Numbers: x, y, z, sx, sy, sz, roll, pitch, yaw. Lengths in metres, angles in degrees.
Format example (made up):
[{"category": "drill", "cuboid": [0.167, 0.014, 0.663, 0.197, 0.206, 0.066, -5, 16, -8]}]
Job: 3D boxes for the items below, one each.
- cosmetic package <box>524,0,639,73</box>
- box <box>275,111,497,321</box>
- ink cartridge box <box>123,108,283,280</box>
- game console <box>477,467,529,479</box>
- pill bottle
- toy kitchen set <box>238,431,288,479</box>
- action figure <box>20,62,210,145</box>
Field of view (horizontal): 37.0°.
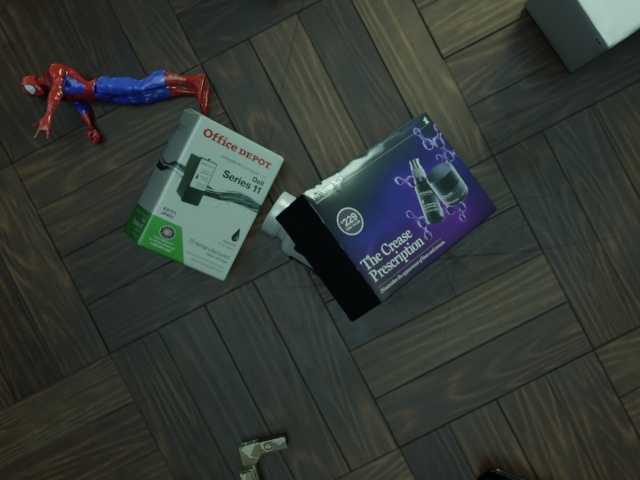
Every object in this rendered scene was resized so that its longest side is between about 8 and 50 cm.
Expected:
[{"category": "cosmetic package", "cuboid": [0.430, -0.365, 1.341, 0.225, 0.224, 0.138, -36, 90, 2]}, {"category": "box", "cuboid": [0.097, -0.038, 1.358, 0.261, 0.103, 0.184, -36, 87, -32]}, {"category": "ink cartridge box", "cuboid": [-0.171, -0.068, 1.408, 0.153, 0.087, 0.208, 25, 92, -28]}, {"category": "game console", "cuboid": [0.291, 0.403, 1.435, 0.122, 0.107, 0.071, 21, 63, 1]}, {"category": "pill bottle", "cuboid": [0.000, 0.000, 1.427, 0.169, 0.094, 0.094, 32, 92, 1]}, {"category": "toy kitchen set", "cuboid": [-0.081, 0.345, 1.447, 0.075, 0.068, 0.083, -14, 91, 2]}, {"category": "action figure", "cuboid": [-0.317, -0.192, 1.432, 0.280, 0.091, 0.139, 7, 76, 2]}]
